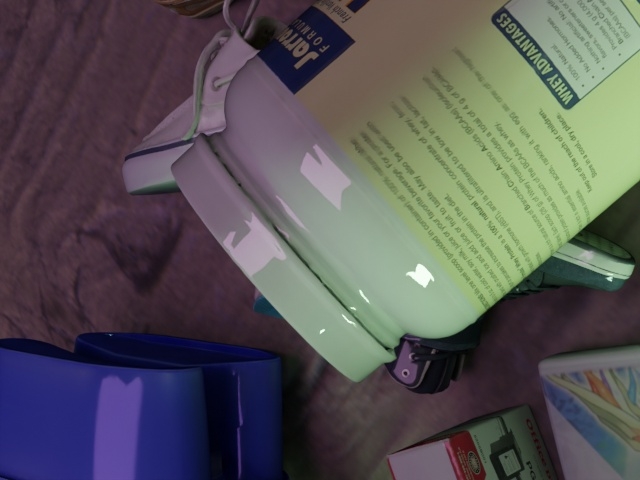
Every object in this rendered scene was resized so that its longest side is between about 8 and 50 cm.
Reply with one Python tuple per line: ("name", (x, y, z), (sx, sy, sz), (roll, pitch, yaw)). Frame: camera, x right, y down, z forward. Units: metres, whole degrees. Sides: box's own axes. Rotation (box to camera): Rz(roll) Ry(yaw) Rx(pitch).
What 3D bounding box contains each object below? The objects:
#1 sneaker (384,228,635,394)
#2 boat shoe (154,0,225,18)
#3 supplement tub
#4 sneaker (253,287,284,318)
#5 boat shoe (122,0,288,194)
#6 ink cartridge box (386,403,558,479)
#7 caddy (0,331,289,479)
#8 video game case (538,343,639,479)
("sneaker", (0.137, 0.056, 0.836), (0.226, 0.086, 0.163), (15, 96, 44))
("boat shoe", (-0.089, -0.269, 0.998), (0.190, 0.072, 0.068), (-28, 77, 37))
("supplement tub", (0.085, -0.083, 0.704), (0.325, 0.235, 0.235), (-41, 67, 2))
("sneaker", (0.000, 0.000, 0.940), (0.228, 0.088, 0.092), (125, 149, -50))
("boat shoe", (-0.048, -0.150, 0.940), (0.367, 0.136, 0.156), (-17, 84, 36))
("ink cartridge box", (0.131, 0.200, 0.823), (0.063, 0.150, 0.109), (-27, 78, 34))
("caddy", (-0.188, 0.194, 1.023), (0.341, 0.241, 0.179), (3, 90, 38))
("video game case", (0.326, 0.209, 0.712), (0.329, 0.036, 0.299), (-14, 88, 45))
